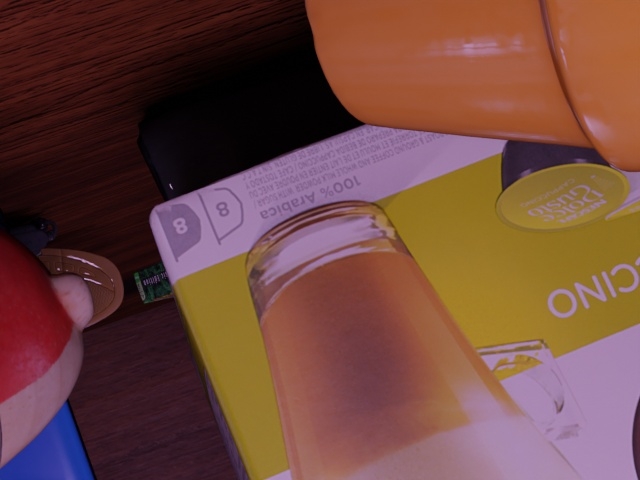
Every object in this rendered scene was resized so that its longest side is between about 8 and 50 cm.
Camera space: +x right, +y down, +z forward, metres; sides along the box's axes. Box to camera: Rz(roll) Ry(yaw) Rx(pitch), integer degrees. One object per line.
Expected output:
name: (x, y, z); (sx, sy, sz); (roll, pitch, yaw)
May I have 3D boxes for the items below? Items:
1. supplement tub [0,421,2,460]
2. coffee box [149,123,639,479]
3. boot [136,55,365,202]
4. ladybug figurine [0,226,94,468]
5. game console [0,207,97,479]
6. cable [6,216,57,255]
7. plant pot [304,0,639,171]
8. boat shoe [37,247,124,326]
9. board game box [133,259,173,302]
supplement tub: (-0.343, 0.065, 0.670); (0.331, 0.241, 0.241); (-19, 175, -6)
coffee box: (0.118, 0.118, 0.895); (0.338, 0.334, 0.338); (-21, 164, -8)
boot: (0.085, -0.123, 1.009); (0.445, 0.146, 0.367); (-15, 173, -3)
ladybug figurine: (-0.369, 0.086, 0.917); (0.449, 0.162, 0.305); (-20, -147, -15)
game console: (-0.332, 0.136, 1.188); (0.250, 0.293, 0.173); (-20, 176, -4)
cable: (-0.345, 0.018, 1.331); (0.150, 0.047, 0.184); (-18, 180, 45)
plant pot: (0.102, -0.130, 0.703); (0.188, 0.205, 0.205); (-4, -177, 29)
boat shoe: (-0.352, 0.070, 1.560); (0.277, 0.098, 0.096); (-10, 174, -6)
board game box: (0.000, 0.000, 1.087); (0.260, 0.030, 0.136); (-12, 171, -45)
